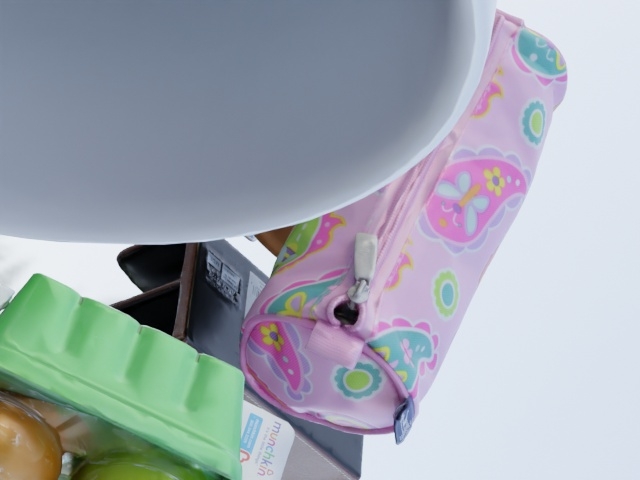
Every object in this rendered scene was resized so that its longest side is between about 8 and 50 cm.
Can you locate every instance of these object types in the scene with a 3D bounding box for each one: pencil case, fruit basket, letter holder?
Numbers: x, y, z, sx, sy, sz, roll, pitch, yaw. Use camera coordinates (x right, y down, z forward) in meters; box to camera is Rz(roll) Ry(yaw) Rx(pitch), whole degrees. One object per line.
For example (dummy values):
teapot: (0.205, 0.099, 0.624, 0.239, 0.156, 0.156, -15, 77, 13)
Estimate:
pencil case: (0.053, -0.017, 1.134, 0.284, 0.124, 0.124, -61, -169, -31)
fruit basket: (-0.210, 0.221, 1.401, 0.165, 0.327, 0.353, -44, -157, 59)
letter holder: (-0.123, 0.145, 1.951, 0.214, 0.302, 0.152, -21, -134, 29)

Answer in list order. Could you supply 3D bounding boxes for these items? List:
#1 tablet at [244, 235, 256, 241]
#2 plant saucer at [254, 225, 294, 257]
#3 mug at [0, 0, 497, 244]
tablet: (-0.069, -0.028, 2.020, 0.083, 0.054, 0.006, -30, 153, -49)
plant saucer: (0.000, 0.000, 1.794, 0.037, 0.200, 0.200, -58, -165, -17)
mug: (-0.026, -0.205, 0.525, 0.276, 0.374, 0.328, 61, 33, -58)
